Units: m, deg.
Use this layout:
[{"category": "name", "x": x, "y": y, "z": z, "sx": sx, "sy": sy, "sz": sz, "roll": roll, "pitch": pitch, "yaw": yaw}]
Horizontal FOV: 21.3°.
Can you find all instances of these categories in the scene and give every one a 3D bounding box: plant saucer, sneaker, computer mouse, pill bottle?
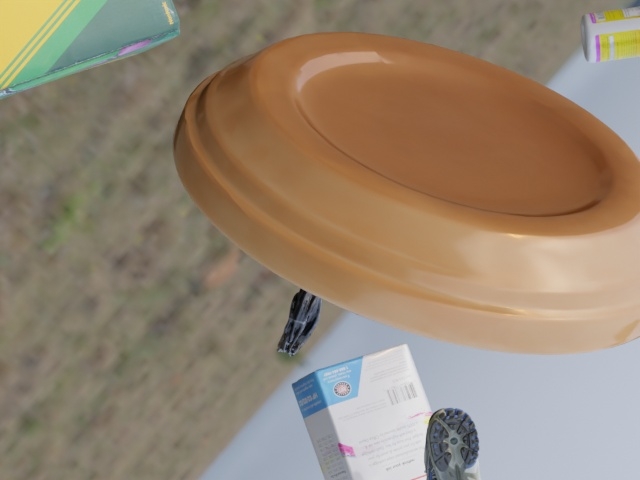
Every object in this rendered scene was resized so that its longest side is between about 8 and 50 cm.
[{"category": "plant saucer", "x": 0.045, "y": -0.028, "z": 0.643, "sx": 0.200, "sy": 0.200, "sz": 0.037, "roll": -46, "pitch": 156, "yaw": -59}, {"category": "sneaker", "x": 0.108, "y": 0.197, "z": 1.372, "sx": 0.058, "sy": 0.052, "sz": 0.135, "roll": -141, "pitch": -132, "yaw": -80}, {"category": "computer mouse", "x": 0.000, "y": 0.000, "z": 1.254, "sx": 0.071, "sy": 0.041, "sz": 0.242, "roll": -51, "pitch": 168, "yaw": -47}, {"category": "pill bottle", "x": 0.271, "y": -0.181, "z": 1.485, "sx": 0.083, "sy": 0.043, "sz": 0.043, "roll": -7, "pitch": 180, "yaw": 3}]

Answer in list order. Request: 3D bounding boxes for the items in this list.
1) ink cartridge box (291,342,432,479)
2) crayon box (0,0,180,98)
[{"category": "ink cartridge box", "x": 0.056, "y": 0.198, "z": 1.583, "sx": 0.104, "sy": 0.181, "sz": 0.061, "roll": -15, "pitch": 170, "yaw": -28}, {"category": "crayon box", "x": -0.219, "y": -0.228, "z": 1.058, "sx": 0.165, "sy": 0.278, "sz": 0.081, "roll": -25, "pitch": -174, "yaw": -34}]
